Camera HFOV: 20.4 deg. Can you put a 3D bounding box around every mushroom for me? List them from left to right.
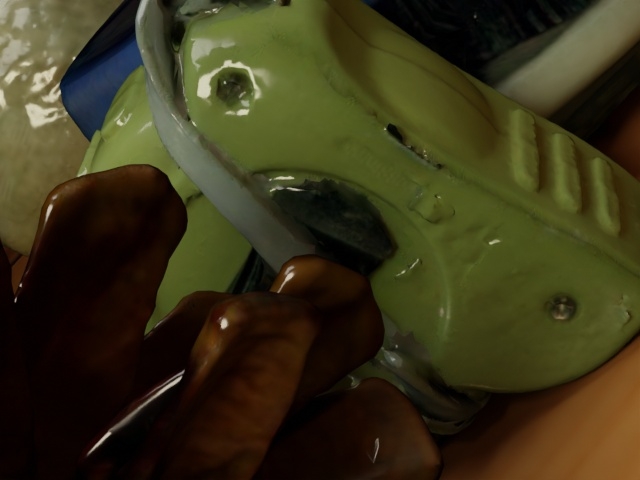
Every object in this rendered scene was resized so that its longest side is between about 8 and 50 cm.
[{"bbox_3d":[-0.154,-0.120,1.023,0.267,0.189,0.164,-81,10,-57],"label":"mushroom"}]

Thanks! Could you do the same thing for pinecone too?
[{"bbox_3d":[-0.060,0.080,0.432,0.202,0.229,0.201,-34,-6,-39],"label":"pinecone"}]

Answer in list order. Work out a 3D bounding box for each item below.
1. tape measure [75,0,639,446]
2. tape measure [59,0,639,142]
[{"bbox_3d":[0.000,0.000,0.553,0.154,0.177,0.087,-49,14,29],"label":"tape measure"},{"bbox_3d":[0.032,-0.097,0.699,0.262,0.138,0.259,-51,14,-26],"label":"tape measure"}]
